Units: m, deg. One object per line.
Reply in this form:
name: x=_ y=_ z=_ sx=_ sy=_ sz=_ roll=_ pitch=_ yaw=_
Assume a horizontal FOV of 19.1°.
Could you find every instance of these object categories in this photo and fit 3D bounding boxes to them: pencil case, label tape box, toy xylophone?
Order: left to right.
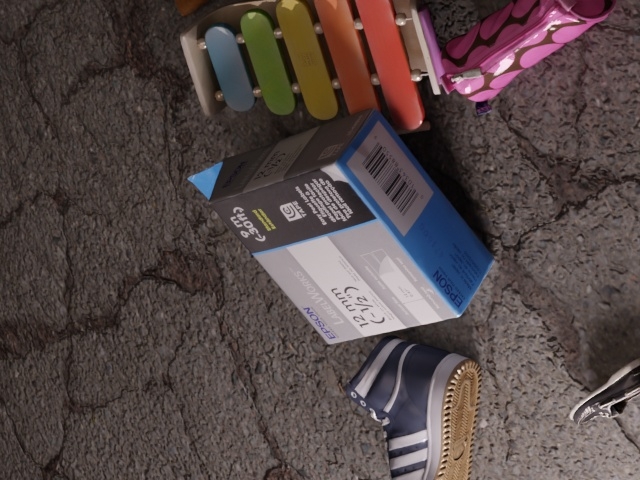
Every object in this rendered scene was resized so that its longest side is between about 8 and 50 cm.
label tape box: x=0.000 y=0.000 z=2.300 sx=0.348 sy=0.115 sz=0.249 roll=-17 pitch=121 yaw=45
toy xylophone: x=0.008 y=-0.198 z=2.226 sx=0.323 sy=0.081 sz=0.236 roll=-12 pitch=117 yaw=28
pencil case: x=0.222 y=-0.227 z=2.072 sx=0.209 sy=0.098 sz=0.095 roll=-37 pitch=78 yaw=45

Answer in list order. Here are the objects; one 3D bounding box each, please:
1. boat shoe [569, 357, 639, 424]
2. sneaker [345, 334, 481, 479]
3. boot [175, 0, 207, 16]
boat shoe: x=0.332 y=0.180 z=2.155 sx=0.125 sy=0.046 sz=0.038 roll=-45 pitch=68 yaw=36
sneaker: x=0.105 y=0.253 z=2.368 sx=0.153 sy=0.099 sz=0.282 roll=22 pitch=113 yaw=33
boot: x=-0.109 y=-0.327 z=2.374 sx=0.280 sy=0.096 sz=0.264 roll=-18 pitch=101 yaw=52
